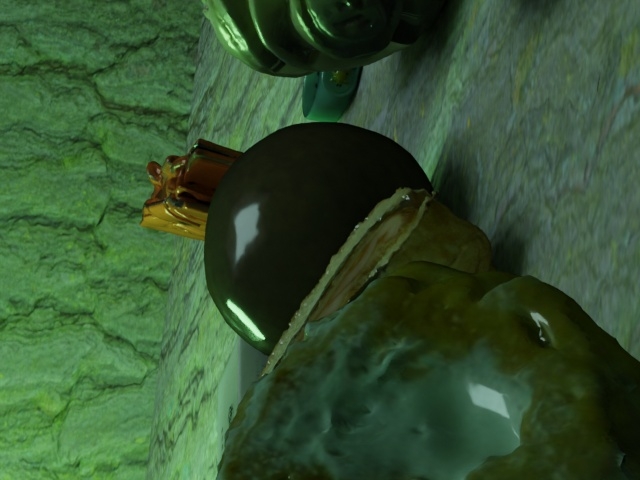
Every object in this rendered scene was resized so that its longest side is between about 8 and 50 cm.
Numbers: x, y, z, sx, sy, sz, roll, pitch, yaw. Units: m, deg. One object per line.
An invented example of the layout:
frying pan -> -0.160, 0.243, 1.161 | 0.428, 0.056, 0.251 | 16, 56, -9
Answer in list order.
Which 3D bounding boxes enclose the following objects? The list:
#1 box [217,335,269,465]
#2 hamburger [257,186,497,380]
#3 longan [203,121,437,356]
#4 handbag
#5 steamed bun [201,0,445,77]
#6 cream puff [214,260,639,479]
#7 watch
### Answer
box -> -0.014, 0.253, 1.721 | 0.274, 0.203, 0.116 | -94, 20, -46
hamburger -> 0.074, 0.129, 1.499 | 0.330, 0.209, 0.162 | -53, 13, -5
longan -> -0.004, -0.002, 1.697 | 0.297, 0.297, 0.297 | -169, 90, -76
handbag -> -0.100, -0.043, 2.096 | 0.410, 0.303, 0.116 | 170, 113, -75
steamed bun -> 0.016, -0.342, 1.861 | 0.394, 0.347, 0.237 | -41, 48, 29
cream puff -> 0.112, 0.212, 1.024 | 0.378, 0.378, 0.275 | -94, -13, -48
watch -> 0.024, -0.307, 2.322 | 0.195, 0.068, 0.237 | -138, 56, -77
